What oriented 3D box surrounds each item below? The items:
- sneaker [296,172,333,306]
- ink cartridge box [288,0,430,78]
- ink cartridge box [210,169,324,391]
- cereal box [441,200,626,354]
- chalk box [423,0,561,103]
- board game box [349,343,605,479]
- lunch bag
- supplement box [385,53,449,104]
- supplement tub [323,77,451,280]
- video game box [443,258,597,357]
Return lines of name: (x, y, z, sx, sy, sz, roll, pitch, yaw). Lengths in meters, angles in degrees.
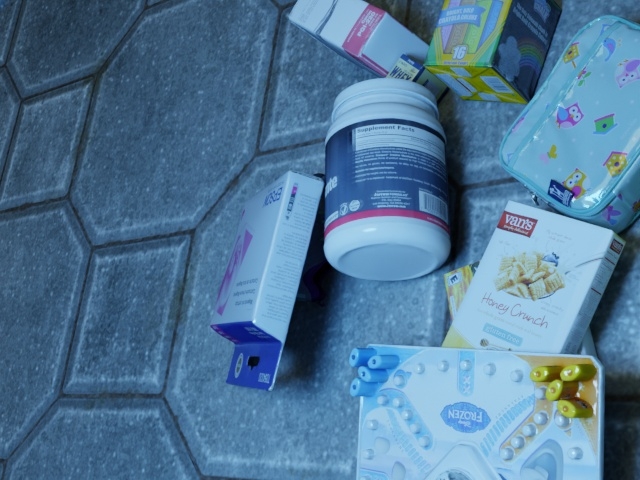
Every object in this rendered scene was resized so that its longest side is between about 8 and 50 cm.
sneaker: (0.000, 0.000, 1.577, 0.098, 0.083, 0.224, 14, 86, 24)
ink cartridge box: (0.071, -0.353, 1.600, 0.218, 0.158, 0.092, 37, 99, 44)
ink cartridge box: (-0.106, 0.072, 1.518, 0.324, 0.071, 0.330, 159, 128, -71)
cereal box: (0.277, 0.079, 1.232, 0.173, 0.047, 0.240, 22, 87, 46)
chalk box: (0.272, -0.336, 1.434, 0.132, 0.132, 0.213, 11, 77, 44)
board game box: (0.174, 0.334, 1.191, 0.390, 0.050, 0.390, -4, 81, 47)
lunch bag: (0.383, -0.158, 1.270, 0.279, 0.108, 0.224, -54, 46, 9)
supplement box: (0.151, -0.247, 1.533, 0.083, 0.083, 0.056, -54, 45, 9)
supplement tub: (0.101, -0.090, 1.431, 0.191, 0.191, 0.272, -17, 60, 35)
video game box: (0.273, 0.111, 1.289, 0.187, 0.048, 0.205, -24, 57, 29)
